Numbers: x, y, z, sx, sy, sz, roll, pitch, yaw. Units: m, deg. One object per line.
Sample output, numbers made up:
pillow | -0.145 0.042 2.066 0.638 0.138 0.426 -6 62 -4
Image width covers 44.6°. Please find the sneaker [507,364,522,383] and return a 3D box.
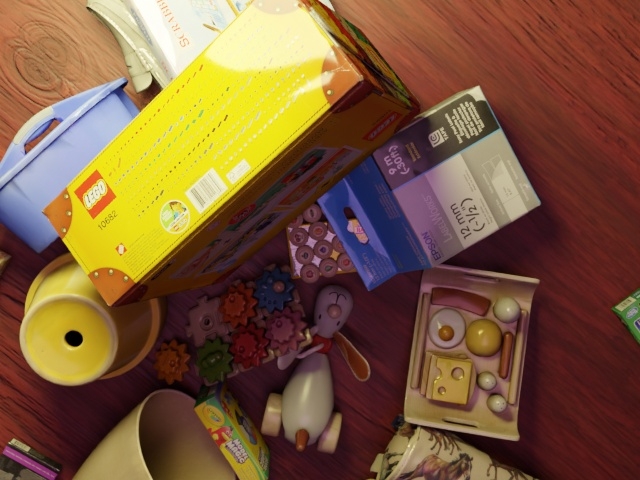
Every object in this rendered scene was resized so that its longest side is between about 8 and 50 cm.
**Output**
sneaker | 0.360 0.277 1.546 0.047 0.057 0.119 31 98 -10

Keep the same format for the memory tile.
memory tile | 0.000 0.000 1.480 0.113 0.012 0.148 -17 96 0

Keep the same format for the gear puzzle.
gear puzzle | -0.186 0.172 1.463 0.339 0.044 0.175 -25 68 19

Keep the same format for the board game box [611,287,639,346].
board game box | 0.769 0.124 1.540 0.317 0.046 0.213 -38 98 4

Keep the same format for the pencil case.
pencil case | 0.308 0.495 1.532 0.410 0.183 0.159 29 69 -7

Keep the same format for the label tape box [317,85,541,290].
label tape box | 0.188 -0.088 1.433 0.348 0.115 0.249 -30 99 -5

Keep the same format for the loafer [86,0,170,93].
loafer | -0.299 -0.312 1.395 0.319 0.112 0.111 43 87 -9

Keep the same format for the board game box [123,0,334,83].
board game box | -0.155 -0.407 1.353 0.318 0.066 0.318 -32 99 -18

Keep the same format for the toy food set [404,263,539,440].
toy food set | 0.286 0.208 1.477 0.220 0.092 0.306 9 85 2

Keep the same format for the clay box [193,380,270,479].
clay box | -0.159 0.379 1.508 0.053 0.127 0.222 -31 100 4

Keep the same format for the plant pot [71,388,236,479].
plant pot | -0.346 0.456 1.476 0.274 0.256 0.256 -33 100 21

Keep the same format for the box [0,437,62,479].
box | -0.608 0.491 1.561 0.116 0.029 0.162 32 96 -6

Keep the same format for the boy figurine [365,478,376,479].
boy figurine | 0.069 0.615 1.575 0.177 0.092 0.285 12 98 -4

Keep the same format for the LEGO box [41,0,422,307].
LEGO box | -0.118 -0.134 1.236 0.500 0.372 0.193 -40 81 16

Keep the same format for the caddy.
caddy | -0.440 -0.141 1.355 0.341 0.241 0.179 -41 103 4

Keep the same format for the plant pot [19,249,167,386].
plant pot | -0.419 0.147 1.404 0.254 0.239 0.253 0 100 -3

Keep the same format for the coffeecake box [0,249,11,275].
coffeecake box | -0.703 0.048 1.462 0.186 0.068 0.142 31 97 -7

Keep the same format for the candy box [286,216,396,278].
candy box | 0.041 0.011 1.503 0.206 0.027 0.105 -6 96 -1

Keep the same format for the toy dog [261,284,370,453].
toy dog | -0.017 0.264 1.476 0.220 0.161 0.333 -7 100 -1
